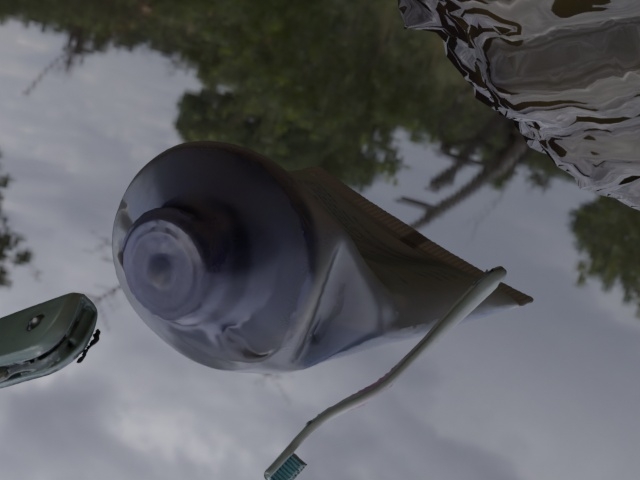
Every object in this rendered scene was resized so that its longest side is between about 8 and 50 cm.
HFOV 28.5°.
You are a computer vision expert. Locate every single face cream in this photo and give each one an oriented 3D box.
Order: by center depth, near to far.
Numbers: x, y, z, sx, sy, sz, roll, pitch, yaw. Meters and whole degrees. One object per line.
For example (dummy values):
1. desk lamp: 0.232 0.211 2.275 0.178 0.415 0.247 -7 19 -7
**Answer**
1. face cream: 0.000 0.000 0.922 0.235 0.137 0.420 31 -164 21

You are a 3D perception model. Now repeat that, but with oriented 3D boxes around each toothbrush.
1. toothbrush: 0.041 0.085 0.807 0.022 0.204 0.017 47 179 -3

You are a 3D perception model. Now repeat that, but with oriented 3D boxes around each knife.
1. knife: -0.165 0.061 0.557 0.162 0.023 0.044 -20 -151 31

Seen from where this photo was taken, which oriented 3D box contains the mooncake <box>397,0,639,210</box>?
1. mooncake: 0.165 -0.178 0.541 0.187 0.324 0.324 -7 170 42
